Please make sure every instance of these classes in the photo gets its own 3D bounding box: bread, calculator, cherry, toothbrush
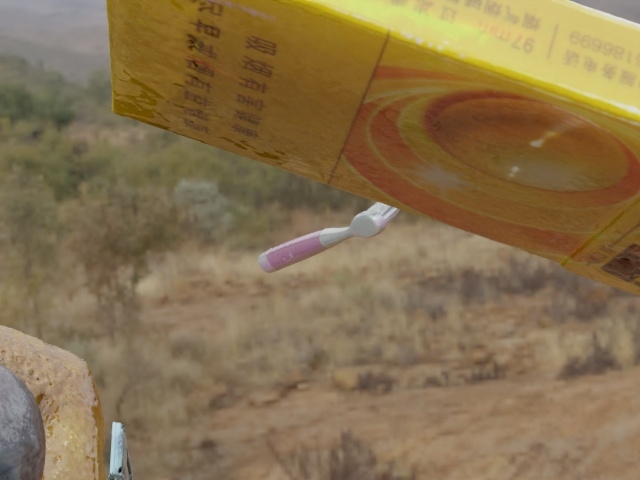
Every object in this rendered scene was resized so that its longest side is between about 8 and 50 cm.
[{"bbox_3d":[-0.394,0.224,1.471,0.337,0.328,0.148,23,-45,-30],"label":"bread"},{"bbox_3d":[-0.157,0.220,1.049,0.018,0.172,0.057,-5,46,-4],"label":"calculator"},{"bbox_3d":[-0.323,0.185,1.095,0.195,0.195,0.195,-5,12,1],"label":"cherry"},{"bbox_3d":[0.000,0.000,0.987,0.025,0.020,0.286,-41,6,-19],"label":"toothbrush"}]

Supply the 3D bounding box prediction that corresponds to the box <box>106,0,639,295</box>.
[{"bbox_3d":[0.054,-0.045,0.471,0.269,0.043,0.152,19,-17,-3],"label":"box"}]
